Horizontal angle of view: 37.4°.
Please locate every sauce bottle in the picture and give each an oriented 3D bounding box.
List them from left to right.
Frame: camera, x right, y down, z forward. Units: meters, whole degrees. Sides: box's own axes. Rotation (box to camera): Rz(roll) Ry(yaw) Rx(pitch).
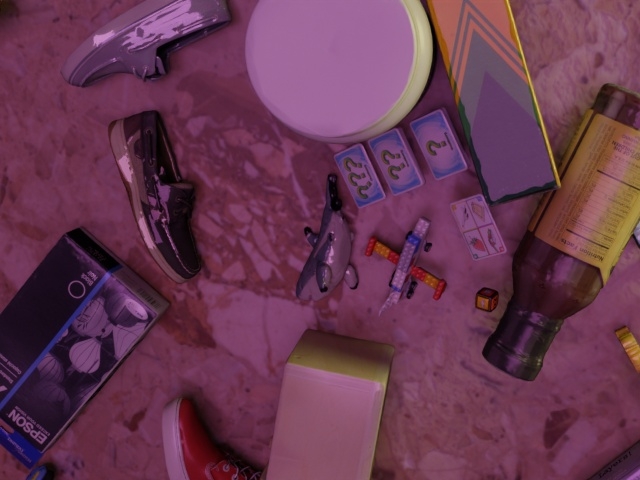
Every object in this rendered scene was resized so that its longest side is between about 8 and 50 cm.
[{"bbox_3d":[0.290,-0.003,1.080,0.111,0.111,0.344,26,104,3],"label":"sauce bottle"}]

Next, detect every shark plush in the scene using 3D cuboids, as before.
[{"bbox_3d":[0.000,0.000,1.187,0.067,0.073,0.161,11,110,38],"label":"shark plush"}]

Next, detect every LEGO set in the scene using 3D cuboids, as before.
[{"bbox_3d":[0.117,-0.014,1.127,0.182,0.060,0.244,-19,99,43],"label":"LEGO set"}]

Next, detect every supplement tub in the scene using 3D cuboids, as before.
[{"bbox_3d":[0.029,-0.205,1.031,0.191,0.272,0.191,2,101,8],"label":"supplement tub"}]

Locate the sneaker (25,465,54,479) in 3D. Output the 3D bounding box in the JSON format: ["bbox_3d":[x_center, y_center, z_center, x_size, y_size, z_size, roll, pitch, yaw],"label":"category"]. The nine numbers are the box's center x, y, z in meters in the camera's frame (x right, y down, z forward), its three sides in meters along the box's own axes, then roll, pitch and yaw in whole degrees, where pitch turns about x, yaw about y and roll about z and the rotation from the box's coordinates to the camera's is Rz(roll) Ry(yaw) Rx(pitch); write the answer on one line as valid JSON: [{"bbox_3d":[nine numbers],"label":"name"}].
[{"bbox_3d":[-0.388,0.401,1.320,0.078,0.067,0.188,4,100,-14],"label":"sneaker"}]

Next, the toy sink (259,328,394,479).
[{"bbox_3d":[0.005,0.249,1.180,0.131,0.153,0.234,10,103,7],"label":"toy sink"}]

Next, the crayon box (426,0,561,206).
[{"bbox_3d":[0.175,-0.212,1.044,0.083,0.203,0.323,-15,97,11],"label":"crayon box"}]

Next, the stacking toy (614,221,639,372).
[{"bbox_3d":[0.399,0.026,1.129,0.167,0.052,0.221,-30,94,12],"label":"stacking toy"}]

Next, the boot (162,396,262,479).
[{"bbox_3d":[-0.100,0.304,1.241,0.176,0.088,0.244,-14,106,11],"label":"boot"}]

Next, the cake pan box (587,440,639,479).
[{"bbox_3d":[0.461,0.375,1.175,0.246,0.070,0.267,-43,91,15],"label":"cake pan box"}]

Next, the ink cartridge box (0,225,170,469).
[{"bbox_3d":[-0.366,0.157,1.266,0.165,0.065,0.333,40,104,0],"label":"ink cartridge box"}]

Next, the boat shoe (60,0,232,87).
[{"bbox_3d":[-0.212,-0.239,1.162,0.227,0.079,0.081,-30,90,9],"label":"boat shoe"}]

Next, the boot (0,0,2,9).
[{"bbox_3d":[-0.505,-0.192,1.199,0.283,0.109,0.220,-11,97,13],"label":"boot"}]

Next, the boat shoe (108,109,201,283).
[{"bbox_3d":[-0.196,-0.057,1.192,0.073,0.080,0.224,-22,92,17],"label":"boat shoe"}]
